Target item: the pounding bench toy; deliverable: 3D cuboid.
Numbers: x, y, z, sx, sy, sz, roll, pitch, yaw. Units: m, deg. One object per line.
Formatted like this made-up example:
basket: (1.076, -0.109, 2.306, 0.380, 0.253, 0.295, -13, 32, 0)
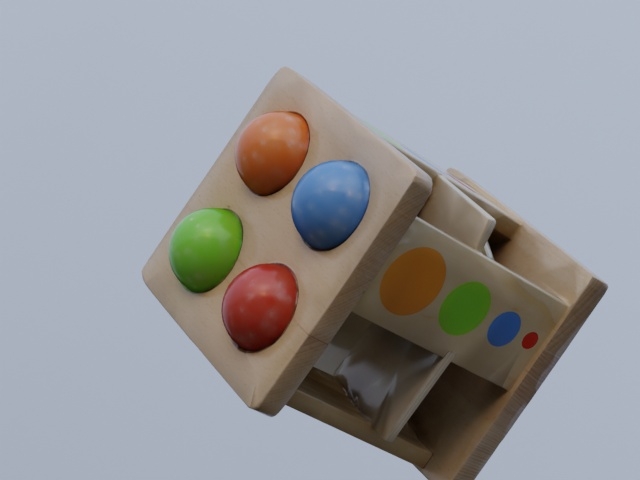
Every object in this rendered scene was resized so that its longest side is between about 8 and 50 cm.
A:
pounding bench toy: (0.000, 0.000, 0.355, 0.065, 0.083, 0.052, 28, -80, -39)
